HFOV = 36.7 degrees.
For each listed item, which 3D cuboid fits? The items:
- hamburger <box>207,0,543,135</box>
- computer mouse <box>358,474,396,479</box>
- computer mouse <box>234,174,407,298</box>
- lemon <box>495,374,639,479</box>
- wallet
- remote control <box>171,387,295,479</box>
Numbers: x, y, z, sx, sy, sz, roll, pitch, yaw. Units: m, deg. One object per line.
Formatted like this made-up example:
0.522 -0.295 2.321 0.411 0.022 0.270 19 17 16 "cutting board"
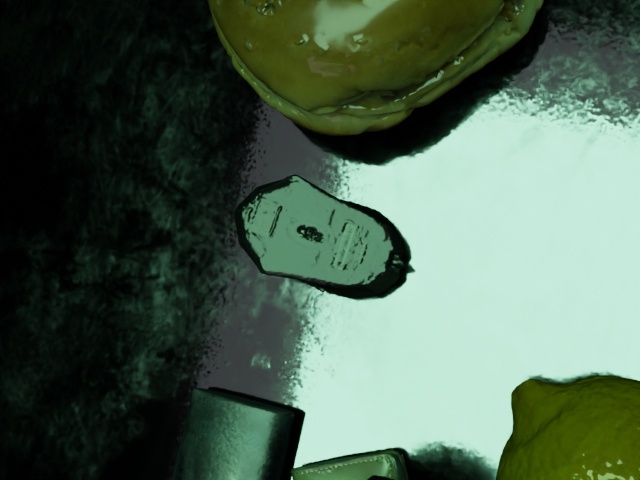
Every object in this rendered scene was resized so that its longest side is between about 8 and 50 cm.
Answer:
0.036 -0.261 0.895 0.304 0.174 0.284 -36 64 0 "hamburger"
0.119 0.304 0.767 0.269 0.170 0.100 40 73 0 "computer mouse"
0.000 0.000 0.926 0.172 0.057 0.099 20 86 4 "computer mouse"
0.239 0.211 0.772 0.187 0.187 0.244 -37 85 7 "lemon"
0.040 0.277 0.887 0.110 0.039 0.155 -14 79 15 "wallet"
-0.115 0.337 0.917 0.107 0.044 0.377 12 86 19 "remote control"
